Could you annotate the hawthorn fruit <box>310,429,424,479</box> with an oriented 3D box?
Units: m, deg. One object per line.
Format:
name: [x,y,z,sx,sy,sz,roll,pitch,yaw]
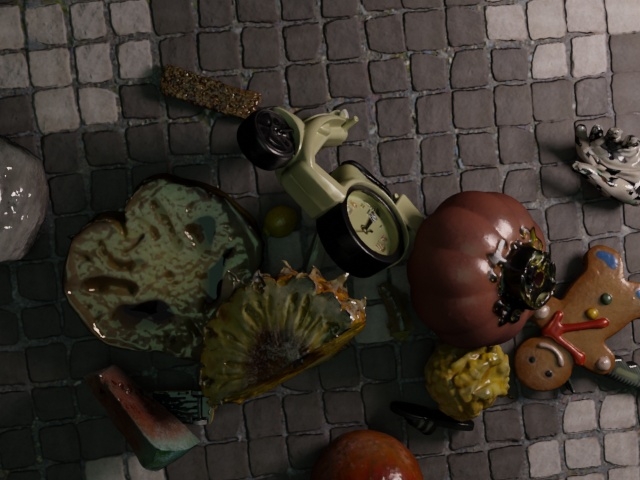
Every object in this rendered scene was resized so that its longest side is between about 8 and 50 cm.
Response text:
hawthorn fruit: [0.096,0.508,1.341,0.231,0.263,0.235,-34,124,20]

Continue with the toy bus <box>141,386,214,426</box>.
toy bus: [-0.292,0.330,1.377,0.162,0.074,0.069,-1,86,-1]

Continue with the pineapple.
pineapple: [-0.069,0.150,1.310,0.344,0.286,0.209,-33,76,15]

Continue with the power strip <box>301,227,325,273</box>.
power strip: [0.000,0.000,1.386,0.030,0.047,0.191,18,92,-10]

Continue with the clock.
clock: [0.029,-0.111,1.288,0.120,0.276,0.379,-31,101,37]

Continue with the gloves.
gloves: [0.584,-0.162,1.385,0.212,0.111,0.127,42,115,-8]

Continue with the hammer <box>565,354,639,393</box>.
hammer: [0.613,0.263,1.443,0.226,0.041,0.158,19,93,-5]

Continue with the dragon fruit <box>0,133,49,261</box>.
dragon fruit: [-0.651,-0.101,1.264,0.283,0.204,0.221,26,91,-5]

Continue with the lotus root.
lotus root: [-0.293,0.063,1.347,0.390,0.111,0.375,-26,96,-5]

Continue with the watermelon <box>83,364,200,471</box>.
watermelon: [-0.354,0.324,1.285,0.094,0.154,0.241,-44,74,-2]

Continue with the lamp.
lamp: [0.310,0.056,1.288,0.305,0.240,0.305,-5,98,-40]

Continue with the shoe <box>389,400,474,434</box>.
shoe: [0.226,0.377,1.416,0.179,0.071,0.049,14,97,-8]

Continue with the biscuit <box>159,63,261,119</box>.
biscuit: [-0.218,-0.290,1.361,0.199,0.034,0.064,17,94,-4]

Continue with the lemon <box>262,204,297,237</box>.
lemon: [-0.081,-0.036,1.371,0.083,0.062,0.062,-38,95,-13]

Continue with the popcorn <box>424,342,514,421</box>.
popcorn: [0.299,0.274,1.380,0.180,0.180,0.170,-47,63,0]

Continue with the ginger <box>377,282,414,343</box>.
ginger: [0.157,0.149,1.409,0.057,0.044,0.137,-16,93,16]

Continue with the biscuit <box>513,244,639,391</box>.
biscuit: [0.524,0.179,1.399,0.324,0.049,0.205,-44,77,10]
